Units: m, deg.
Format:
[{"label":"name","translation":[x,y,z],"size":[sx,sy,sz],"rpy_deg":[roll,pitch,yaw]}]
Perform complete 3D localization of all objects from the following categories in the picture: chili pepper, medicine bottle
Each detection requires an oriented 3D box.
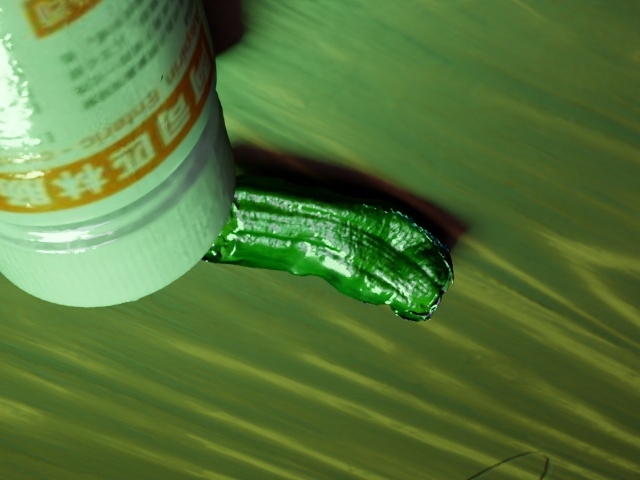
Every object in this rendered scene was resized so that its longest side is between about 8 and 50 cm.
[{"label":"chili pepper","translation":[0.000,-0.001,1.265],"size":[0.224,0.061,0.098],"rpy_deg":[19,124,-13]},{"label":"medicine bottle","translation":[-0.175,-0.126,0.982],"size":[0.211,0.211,0.371],"rpy_deg":[-2,149,7]}]
